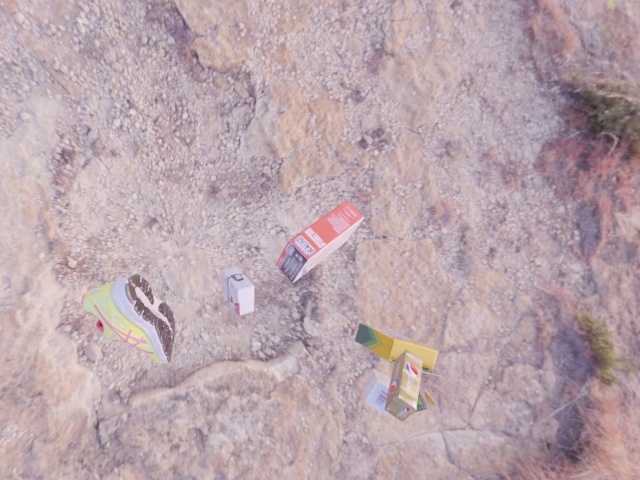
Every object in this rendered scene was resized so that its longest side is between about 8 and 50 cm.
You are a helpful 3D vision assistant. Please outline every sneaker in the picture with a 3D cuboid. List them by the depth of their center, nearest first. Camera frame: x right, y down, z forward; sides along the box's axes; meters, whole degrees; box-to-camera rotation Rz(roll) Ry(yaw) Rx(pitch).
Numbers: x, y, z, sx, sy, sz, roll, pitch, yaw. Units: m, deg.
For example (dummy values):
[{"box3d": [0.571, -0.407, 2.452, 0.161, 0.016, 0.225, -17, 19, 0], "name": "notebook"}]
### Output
[{"box3d": [-0.294, 0.129, 0.670, 0.094, 0.081, 0.208, -10, 135, -1], "name": "sneaker"}]

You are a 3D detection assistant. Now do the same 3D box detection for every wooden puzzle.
[{"box3d": [0.281, 0.481, 1.288, 0.014, 0.116, 0.078, -10, 68, -59], "name": "wooden puzzle"}]

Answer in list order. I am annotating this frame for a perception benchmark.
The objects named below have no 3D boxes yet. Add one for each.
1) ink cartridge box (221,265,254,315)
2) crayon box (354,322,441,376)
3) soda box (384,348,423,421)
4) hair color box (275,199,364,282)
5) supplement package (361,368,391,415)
[{"box3d": [-0.291, 0.175, 1.502, 0.063, 0.150, 0.109, -15, 122, -30], "name": "ink cartridge box"}, {"box3d": [0.294, 0.408, 1.625, 0.203, 0.323, 0.083, 19, 86, -21], "name": "crayon box"}, {"box3d": [0.219, 0.372, 1.112, 0.058, 0.181, 0.061, 34, 122, 1], "name": "soda box"}, {"box3d": [0.000, 0.000, 0.815, 0.053, 0.093, 0.167, 45, 52, 9], "name": "hair color box"}, {"box3d": [0.243, 0.622, 1.769, 0.105, 0.179, 0.105, 31, 89, 3], "name": "supplement package"}]
